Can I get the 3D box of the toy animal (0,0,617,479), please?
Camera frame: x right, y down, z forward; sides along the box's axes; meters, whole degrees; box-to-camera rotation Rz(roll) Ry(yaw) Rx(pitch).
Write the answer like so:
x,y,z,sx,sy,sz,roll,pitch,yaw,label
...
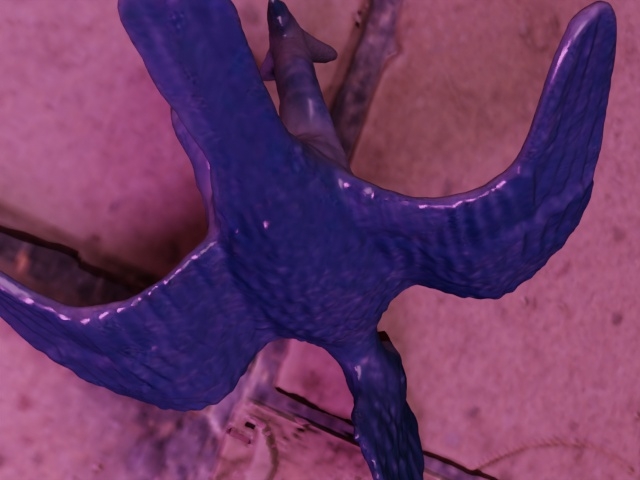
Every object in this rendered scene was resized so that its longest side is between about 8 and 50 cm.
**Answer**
x,y,z,sx,sy,sz,roll,pitch,yaw,label
0.000,0.000,0.443,0.255,0.239,0.176,41,27,-68,toy animal
